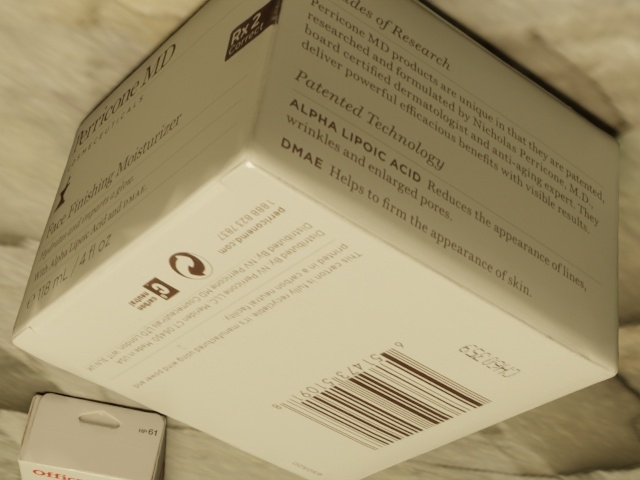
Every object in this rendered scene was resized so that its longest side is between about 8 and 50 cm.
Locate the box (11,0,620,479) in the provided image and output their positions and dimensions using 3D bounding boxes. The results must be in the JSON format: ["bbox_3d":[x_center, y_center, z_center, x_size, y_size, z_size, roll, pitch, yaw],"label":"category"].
[{"bbox_3d":[0.000,0.000,0.516,0.182,0.119,0.181,29,140,-26],"label":"box"}]

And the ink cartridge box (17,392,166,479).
[{"bbox_3d":[-0.152,0.158,0.830,0.088,0.052,0.122,10,144,-1],"label":"ink cartridge box"}]
